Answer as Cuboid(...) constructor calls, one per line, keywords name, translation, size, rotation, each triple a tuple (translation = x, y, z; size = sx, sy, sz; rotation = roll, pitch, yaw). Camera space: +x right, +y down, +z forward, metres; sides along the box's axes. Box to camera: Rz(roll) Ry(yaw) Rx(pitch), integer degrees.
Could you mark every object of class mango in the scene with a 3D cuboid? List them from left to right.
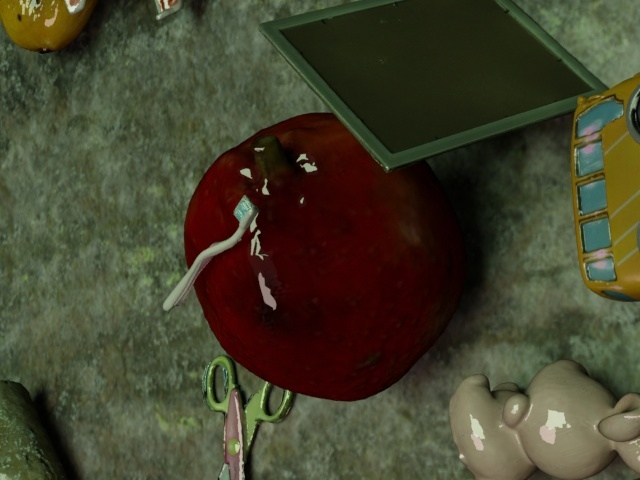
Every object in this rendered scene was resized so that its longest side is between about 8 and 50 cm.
Cuboid(name="mango", translation=(-0.337, -0.365, 1.638), size=(0.157, 0.109, 0.262), rotation=(6, 86, 40))

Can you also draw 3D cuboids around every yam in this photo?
Cuboid(name="yam", translation=(-0.367, 0.277, 1.561), size=(0.107, 0.107, 0.194), rotation=(-46, 59, 23))

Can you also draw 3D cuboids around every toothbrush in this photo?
Cuboid(name="toothbrush", translation=(-0.097, 0.018, 1.120), size=(0.022, 0.017, 0.204), rotation=(58, 143, 13))

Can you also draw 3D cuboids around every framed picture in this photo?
Cuboid(name="framed picture", translation=(0.108, -0.161, 1.189), size=(0.217, 0.274, 0.017), rotation=(53, 146, 32))

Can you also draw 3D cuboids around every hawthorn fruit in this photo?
Cuboid(name="hawthorn fruit", translation=(0.000, 0.000, 1.201), size=(0.265, 0.307, 0.265), rotation=(-7, 53, 9))

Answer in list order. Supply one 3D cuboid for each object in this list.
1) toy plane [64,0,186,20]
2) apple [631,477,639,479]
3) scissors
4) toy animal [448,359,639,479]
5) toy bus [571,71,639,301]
Cuboid(name="toy plane", translation=(-0.232, -0.370, 1.517), size=(0.252, 0.118, 0.252), rotation=(0, 85, 1))
Cuboid(name="apple", translation=(0.331, 0.314, 1.008), size=(0.346, 0.254, 0.179), rotation=(55, 158, 31))
Cuboid(name="scissors", translation=(-0.091, 0.223, 1.412), size=(0.134, 0.020, 0.187), rotation=(5, 84, 41))
Cuboid(name="toy animal", translation=(0.224, 0.159, 1.128), size=(0.213, 0.124, 0.124), rotation=(-13, 75, 35))
Cuboid(name="toy bus", translation=(0.286, -0.043, 1.103), size=(0.136, 0.126, 0.209), rotation=(-13, 75, 44))
